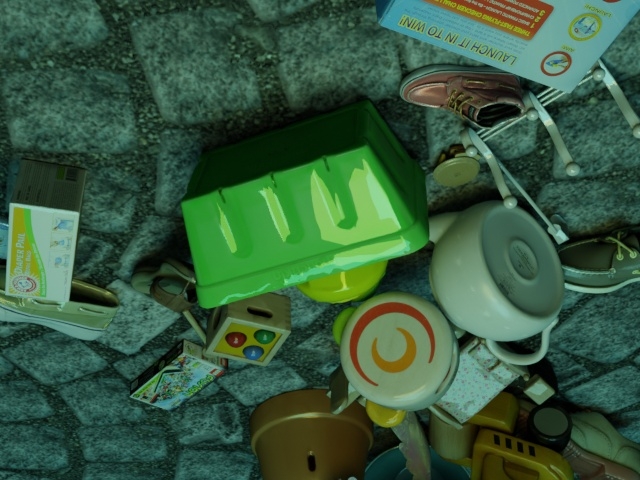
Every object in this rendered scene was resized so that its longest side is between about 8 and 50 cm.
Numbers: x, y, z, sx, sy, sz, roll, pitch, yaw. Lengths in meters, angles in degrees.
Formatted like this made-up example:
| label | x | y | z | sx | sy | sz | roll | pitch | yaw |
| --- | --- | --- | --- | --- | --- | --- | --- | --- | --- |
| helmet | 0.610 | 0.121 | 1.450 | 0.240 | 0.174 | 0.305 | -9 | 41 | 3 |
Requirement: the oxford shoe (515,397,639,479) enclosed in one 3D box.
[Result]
| label | x | y | z | sx | sy | sz | roll | pitch | yaw |
| --- | --- | --- | --- | --- | --- | --- | --- | --- | --- |
| oxford shoe | 0.576 | 0.452 | 2.024 | 0.397 | 0.147 | 0.140 | 32 | 145 | -11 |

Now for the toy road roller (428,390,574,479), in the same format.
| label | x | y | z | sx | sy | sz | roll | pitch | yaw |
| --- | --- | --- | --- | --- | --- | --- | --- | --- | --- |
| toy road roller | 0.370 | 0.467 | 1.856 | 0.329 | 0.241 | 0.203 | 14 | 135 | 20 |

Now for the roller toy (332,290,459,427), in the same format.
| label | x | y | z | sx | sy | sz | roll | pitch | yaw |
| --- | --- | --- | --- | --- | --- | --- | --- | --- | --- |
| roller toy | 0.139 | 0.194 | 1.486 | 0.191 | 0.209 | 0.146 | -24 | 159 | 8 |

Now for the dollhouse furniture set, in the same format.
| label | x | y | z | sx | sy | sz | roll | pitch | yaw |
| --- | --- | --- | --- | --- | --- | --- | --- | --- | --- |
| dollhouse furniture set | 0.238 | 0.319 | 1.705 | 0.355 | 0.174 | 0.303 | 39 | 111 | -15 |

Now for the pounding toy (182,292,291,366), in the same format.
| label | x | y | z | sx | sy | sz | roll | pitch | yaw |
| --- | --- | --- | --- | --- | --- | --- | --- | --- | --- |
| pounding toy | -0.179 | 0.184 | 1.680 | 0.181 | 0.094 | 0.206 | 15 | 135 | -20 |

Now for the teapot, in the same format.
| label | x | y | z | sx | sy | sz | roll | pitch | yaw |
| --- | --- | --- | --- | --- | --- | --- | --- | --- | --- |
| teapot | 0.278 | 0.069 | 1.482 | 0.252 | 0.256 | 0.187 | 12 | 150 | -35 |

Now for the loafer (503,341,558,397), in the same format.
| label | x | y | z | sx | sy | sz | roll | pitch | yaw |
| --- | --- | --- | --- | --- | --- | --- | --- | --- | --- |
| loafer | 0.414 | 0.271 | 1.840 | 0.220 | 0.080 | 0.078 | 34 | 132 | -23 |

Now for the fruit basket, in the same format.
| label | x | y | z | sx | sy | sz | roll | pitch | yaw |
| --- | --- | --- | --- | --- | --- | --- | --- | --- | --- |
| fruit basket | 0.000 | 0.000 | 1.379 | 0.391 | 0.283 | 0.392 | 2 | 122 | 3 |

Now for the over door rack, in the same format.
| label | x | y | z | sx | sy | sz | roll | pitch | yaw |
| --- | --- | --- | --- | --- | --- | --- | --- | --- | --- |
| over door rack | 0.405 | -0.119 | 1.363 | 0.239 | 0.108 | 0.324 | -30 | 132 | 28 |

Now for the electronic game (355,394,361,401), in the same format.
| label | x | y | z | sx | sy | sz | roll | pitch | yaw |
| --- | --- | --- | --- | --- | --- | --- | --- | --- | --- |
| electronic game | 0.160 | 0.292 | 1.861 | 0.229 | 0.048 | 0.229 | -6 | 143 | -4 |

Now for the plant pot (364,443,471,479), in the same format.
| label | x | y | z | sx | sy | sz | roll | pitch | yaw |
| --- | --- | --- | --- | --- | --- | --- | --- | --- | --- |
| plant pot | 0.236 | 0.626 | 2.111 | 0.290 | 0.290 | 0.195 | -10 | 173 | 8 |

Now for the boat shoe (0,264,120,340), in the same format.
| label | x | y | z | sx | sy | sz | roll | pitch | yaw |
| --- | --- | --- | --- | --- | --- | --- | --- | --- | --- |
| boat shoe | -0.503 | 0.091 | 1.564 | 0.302 | 0.109 | 0.094 | 23 | 118 | -39 |

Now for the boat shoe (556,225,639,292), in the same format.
| label | x | y | z | sx | sy | sz | roll | pitch | yaw |
| --- | --- | --- | --- | --- | --- | --- | --- | --- | --- |
| boat shoe | 0.544 | 0.023 | 1.538 | 0.304 | 0.109 | 0.091 | -4 | 139 | -9 |

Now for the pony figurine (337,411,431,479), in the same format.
| label | x | y | z | sx | sy | sz | roll | pitch | yaw |
| --- | --- | --- | --- | --- | --- | --- | --- | --- | --- |
| pony figurine | 0.209 | 0.563 | 1.823 | 0.363 | 0.303 | 0.351 | 10 | 134 | 49 |

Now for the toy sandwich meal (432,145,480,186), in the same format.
| label | x | y | z | sx | sy | sz | roll | pitch | yaw |
| --- | --- | --- | --- | --- | --- | --- | --- | --- | --- |
| toy sandwich meal | 0.219 | -0.120 | 1.411 | 0.085 | 0.029 | 0.086 | -6 | 150 | -3 |

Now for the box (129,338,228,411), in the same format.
| label | x | y | z | sx | sy | sz | roll | pitch | yaw |
| --- | --- | --- | --- | --- | --- | --- | --- | --- | --- |
| box | -0.298 | 0.286 | 1.833 | 0.114 | 0.036 | 0.207 | 27 | 131 | -30 |

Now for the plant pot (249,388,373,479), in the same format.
| label | x | y | z | sx | sy | sz | roll | pitch | yaw |
| --- | --- | --- | --- | --- | --- | --- | --- | --- | --- |
| plant pot | -0.017 | 0.497 | 1.968 | 0.290 | 0.204 | 0.291 | -2 | 140 | -2 |

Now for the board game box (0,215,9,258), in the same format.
| label | x | y | z | sx | sy | sz | roll | pitch | yaw |
| --- | --- | --- | --- | --- | --- | --- | --- | --- | --- |
| board game box | -0.521 | 0.001 | 1.504 | 0.090 | 0.020 | 0.090 | 16 | 135 | -20 |

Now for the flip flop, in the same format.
| label | x | y | z | sx | sy | sz | roll | pitch | yaw |
| --- | --- | --- | --- | --- | --- | --- | --- | --- | --- |
| flip flop | -0.252 | 0.083 | 1.491 | 0.112 | 0.080 | 0.277 | 25 | 160 | -31 |

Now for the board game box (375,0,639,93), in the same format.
| label | x | y | z | sx | sy | sz | roll | pitch | yaw |
| --- | --- | --- | --- | --- | --- | --- | --- | --- | --- |
| board game box | 0.270 | -0.362 | 1.092 | 0.308 | 0.086 | 0.302 | 15 | 136 | -20 |

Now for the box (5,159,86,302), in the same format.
| label | x | y | z | sx | sy | sz | roll | pitch | yaw |
| --- | --- | --- | --- | --- | --- | --- | --- | --- | --- |
| box | -0.443 | -0.011 | 1.407 | 0.103 | 0.114 | 0.203 | 8 | 131 | -14 |

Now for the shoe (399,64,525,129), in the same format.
| label | x | y | z | sx | sy | sz | roll | pitch | yaw |
| --- | --- | --- | --- | --- | --- | --- | --- | --- | --- |
| shoe | 0.206 | -0.207 | 1.267 | 0.177 | 0.081 | 0.064 | -3 | 139 | -1 |
